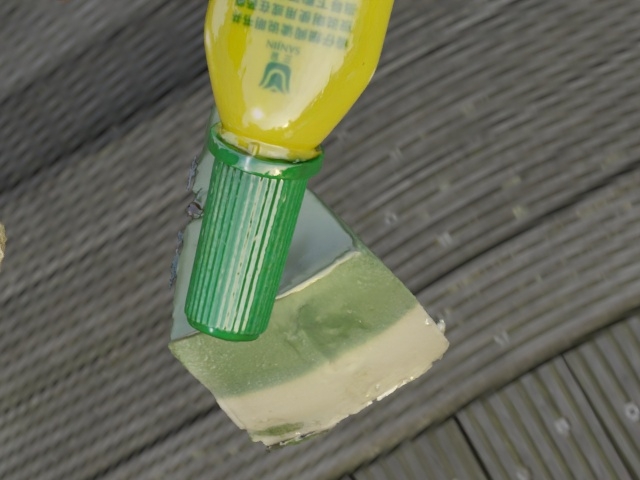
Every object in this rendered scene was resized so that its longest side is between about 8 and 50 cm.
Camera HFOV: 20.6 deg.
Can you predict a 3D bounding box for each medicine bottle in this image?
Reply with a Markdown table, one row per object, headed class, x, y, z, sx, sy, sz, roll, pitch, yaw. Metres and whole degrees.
| class | x | y | z | sx | sy | sz | roll | pitch | yaw |
| --- | --- | --- | --- | --- | --- | --- | --- | --- | --- |
| medicine bottle | -0.027 | -0.088 | 1.087 | 0.111 | 0.076 | 0.309 | 16 | 100 | 9 |

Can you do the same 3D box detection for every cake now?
| class | x | y | z | sx | sy | sz | roll | pitch | yaw |
| --- | --- | --- | --- | --- | --- | --- | --- | --- | --- |
| cake | -0.002 | -0.004 | 1.414 | 0.172 | 0.158 | 0.284 | -18 | 43 | 21 |

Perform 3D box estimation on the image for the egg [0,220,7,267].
| class | x | y | z | sx | sy | sz | roll | pitch | yaw |
| --- | --- | --- | --- | --- | --- | --- | --- | --- | --- |
| egg | -0.405 | 0.005 | 1.933 | 0.140 | 0.118 | 0.116 | 33 | 114 | 44 |
